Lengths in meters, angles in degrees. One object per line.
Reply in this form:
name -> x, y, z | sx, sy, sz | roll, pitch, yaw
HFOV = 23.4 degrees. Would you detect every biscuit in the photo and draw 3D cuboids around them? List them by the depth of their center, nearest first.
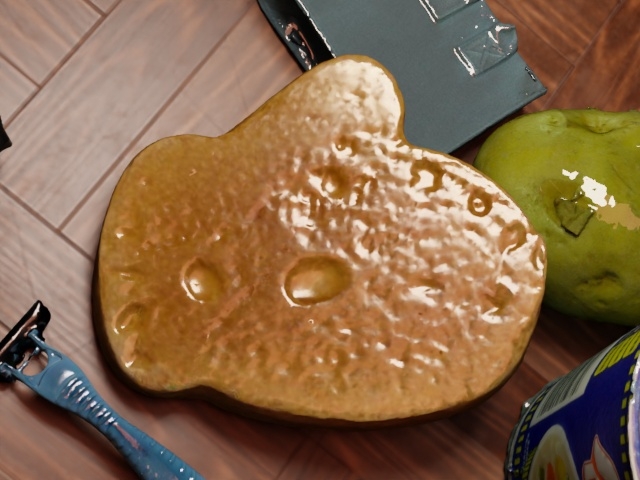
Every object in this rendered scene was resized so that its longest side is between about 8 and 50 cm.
biscuit -> 0.000, 0.000, 1.187 | 0.343, 0.057, 0.287 | 4, 79, 1

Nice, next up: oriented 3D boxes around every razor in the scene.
razor -> -0.140, 0.154, 1.147 | 0.253, 0.042, 0.082 | 42, 68, -4

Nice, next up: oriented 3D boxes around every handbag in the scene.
handbag -> 0.068, -0.178, 1.296 | 0.179, 0.062, 0.229 | -34, 87, -26

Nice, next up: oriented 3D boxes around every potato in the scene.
potato -> 0.242, -0.019, 1.262 | 0.253, 0.148, 0.186 | 25, 50, -2

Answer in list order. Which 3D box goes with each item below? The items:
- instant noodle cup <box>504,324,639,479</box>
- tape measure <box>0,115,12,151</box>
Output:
instant noodle cup -> 0.280, 0.165, 1.130 | 0.284, 0.312, 0.284 | 4, 76, -16
tape measure -> -0.346, -0.059, 1.034 | 0.259, 0.262, 0.138 | 17, 81, -12
